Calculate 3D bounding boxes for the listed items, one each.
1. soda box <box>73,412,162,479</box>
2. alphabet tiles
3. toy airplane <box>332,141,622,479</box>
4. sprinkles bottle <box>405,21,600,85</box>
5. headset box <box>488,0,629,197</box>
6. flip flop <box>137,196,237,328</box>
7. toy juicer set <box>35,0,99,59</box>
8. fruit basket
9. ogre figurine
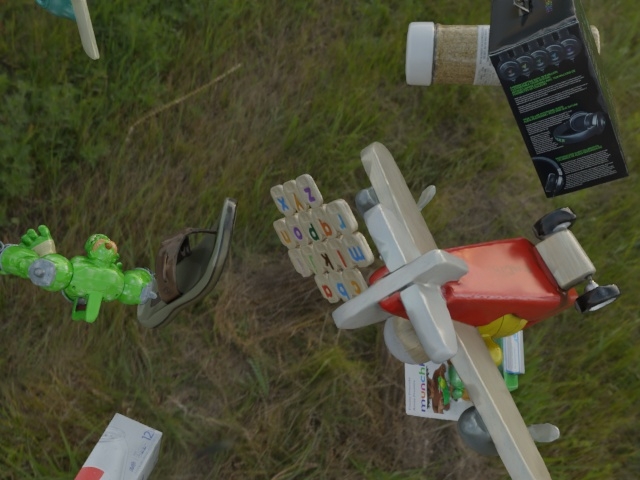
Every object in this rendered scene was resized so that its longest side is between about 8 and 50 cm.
[{"bbox_3d":[-0.360,0.427,1.165,0.091,0.098,0.286,22,44,4],"label":"soda box"},{"bbox_3d":[0.000,0.000,1.485,0.021,0.284,0.278,-32,99,-30],"label":"alphabet tiles"},{"bbox_3d":[0.162,0.086,0.932,0.384,0.272,0.386,36,43,-10],"label":"toy airplane"},{"bbox_3d":[0.345,-0.357,1.405,0.355,0.121,0.121,3,54,7],"label":"sprinkles bottle"},{"bbox_3d":[0.367,-0.258,1.134,0.283,0.131,0.246,58,30,-29],"label":"headset box"},{"bbox_3d":[-0.201,0.034,1.019,0.080,0.277,0.112,29,45,-25],"label":"flip flop"},{"bbox_3d":[-0.487,-0.507,1.346,0.089,0.209,0.329,-30,58,-36],"label":"toy juicer set"},{"bbox_3d":[0.279,0.195,1.459,0.353,0.165,0.327,25,62,-51],"label":"fruit basket"},{"bbox_3d":[-0.268,0.040,0.827,0.197,0.118,0.097,40,75,-35],"label":"ogre figurine"}]
